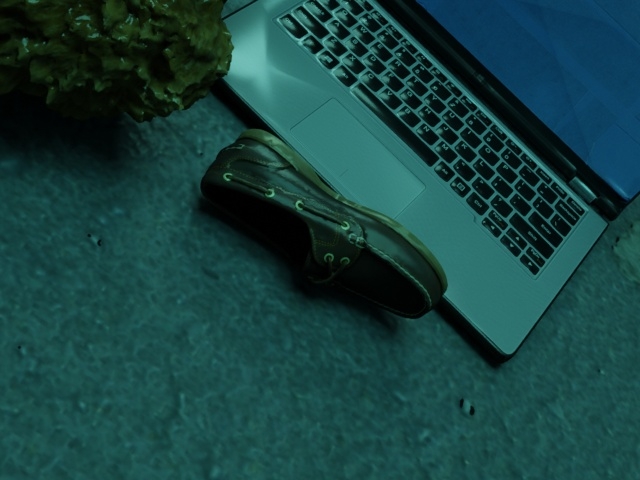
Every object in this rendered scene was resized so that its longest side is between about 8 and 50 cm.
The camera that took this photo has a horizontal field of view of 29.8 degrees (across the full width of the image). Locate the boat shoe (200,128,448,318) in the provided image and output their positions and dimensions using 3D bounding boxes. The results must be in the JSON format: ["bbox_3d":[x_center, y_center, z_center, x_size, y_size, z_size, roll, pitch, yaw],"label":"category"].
[{"bbox_3d":[0.000,0.000,0.930,0.207,0.073,0.073,34,45,2],"label":"boat shoe"}]

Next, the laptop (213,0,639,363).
[{"bbox_3d":[0.169,-0.181,1.074,0.382,0.236,0.408,44,43,4],"label":"laptop"}]

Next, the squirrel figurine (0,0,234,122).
[{"bbox_3d":[-0.194,-0.281,0.817,0.370,0.281,0.397,31,64,-58],"label":"squirrel figurine"}]
